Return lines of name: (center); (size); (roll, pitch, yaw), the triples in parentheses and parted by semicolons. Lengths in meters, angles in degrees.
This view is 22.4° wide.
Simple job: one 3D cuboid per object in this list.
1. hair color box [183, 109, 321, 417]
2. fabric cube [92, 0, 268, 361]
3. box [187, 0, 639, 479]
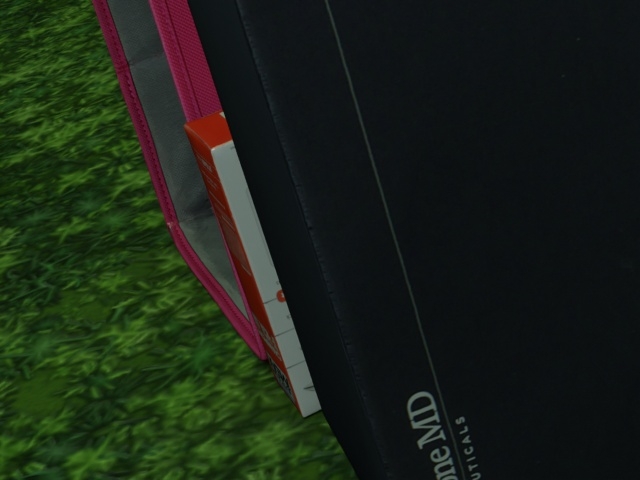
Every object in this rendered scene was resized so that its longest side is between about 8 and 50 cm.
hair color box: (0.000, 0.000, 0.863); (0.093, 0.167, 0.053); (-23, 26, -12)
fabric cube: (0.015, -0.119, 1.001); (0.258, 0.259, 0.254); (-21, 24, -12)
box: (0.121, -0.070, 0.717); (0.312, 0.343, 0.179); (-21, 26, -8)
